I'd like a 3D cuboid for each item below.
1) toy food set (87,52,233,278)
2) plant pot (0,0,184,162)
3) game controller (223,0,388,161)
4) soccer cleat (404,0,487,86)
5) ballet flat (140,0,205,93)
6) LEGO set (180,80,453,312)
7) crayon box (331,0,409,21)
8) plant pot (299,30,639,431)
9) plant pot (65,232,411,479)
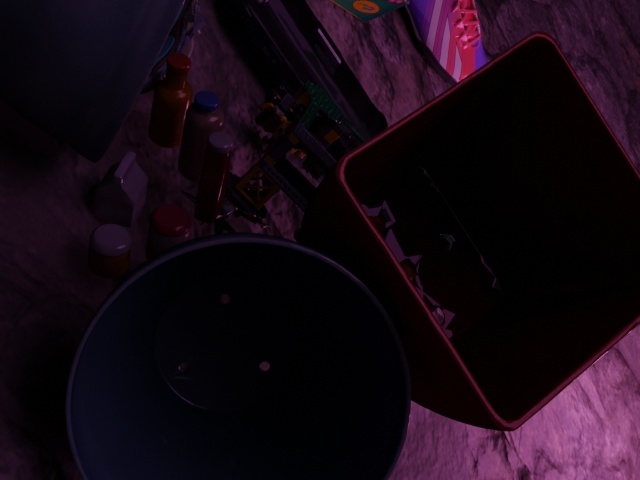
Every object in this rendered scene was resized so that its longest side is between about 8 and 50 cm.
[{"bbox_3d":[-0.147,-0.070,1.211,0.111,0.105,0.232,19,44,4],"label":"toy food set"},{"bbox_3d":[-0.225,-0.240,1.104,0.196,0.293,0.293,24,49,-15],"label":"plant pot"},{"bbox_3d":[-0.012,-0.213,1.585,0.319,0.067,0.166,55,22,-24],"label":"game controller"},{"bbox_3d":[0.185,-0.359,1.882,0.318,0.116,0.109,55,36,-23],"label":"soccer cleat"},{"bbox_3d":[-0.165,-0.198,1.338,0.070,0.070,0.188,51,41,-28],"label":"ballet flat"},{"bbox_3d":[0.000,0.000,1.414,0.331,0.192,0.255,43,21,-16],"label":"LEGO set"},{"bbox_3d":[0.005,-0.425,1.683,0.278,0.081,0.165,21,57,-50],"label":"crayon box"},{"bbox_3d":[0.133,0.008,1.186,0.267,0.235,0.267,-34,92,-26],"label":"plant pot"},{"bbox_3d":[-0.080,0.121,1.145,0.290,0.290,0.195,62,-2,-14],"label":"plant pot"}]
